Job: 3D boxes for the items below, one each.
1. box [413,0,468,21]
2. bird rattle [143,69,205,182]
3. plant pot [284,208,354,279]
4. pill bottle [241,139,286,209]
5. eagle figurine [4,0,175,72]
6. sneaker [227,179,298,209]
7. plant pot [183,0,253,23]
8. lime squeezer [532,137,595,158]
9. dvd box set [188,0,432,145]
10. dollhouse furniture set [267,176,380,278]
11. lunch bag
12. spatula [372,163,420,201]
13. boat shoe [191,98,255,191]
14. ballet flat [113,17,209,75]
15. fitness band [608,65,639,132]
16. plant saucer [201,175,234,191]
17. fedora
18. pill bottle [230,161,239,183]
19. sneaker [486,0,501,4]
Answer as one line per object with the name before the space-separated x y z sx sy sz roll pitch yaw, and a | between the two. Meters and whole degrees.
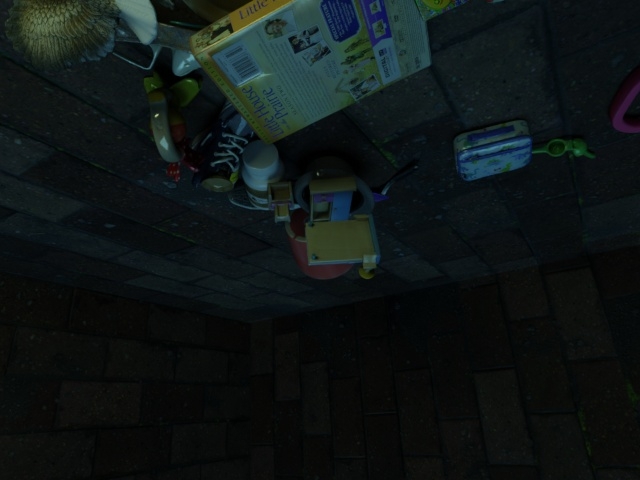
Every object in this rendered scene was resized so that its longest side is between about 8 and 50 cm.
box | 0.202 -0.472 0.480 0.279 0.290 0.177 -14 156 26
bird rattle | -0.353 -0.258 0.991 0.142 0.254 0.207 4 -164 -4
plant pot | -0.007 -0.019 1.633 0.274 0.275 0.243 -9 149 13
pill bottle | -0.171 -0.198 1.308 0.131 0.131 0.229 -2 158 -2
eagle figurine | -0.392 -0.403 0.674 0.298 0.227 0.225 -15 -167 -14
sneaker | -0.172 -0.141 1.490 0.296 0.111 0.129 3 163 -12
plant pot | -0.147 -0.479 0.756 0.236 0.033 0.236 -3 158 -1
lime squeezer | 0.751 -0.288 1.345 0.310 0.059 0.110 -2 -172 -7
dvd box set | 0.003 -0.377 0.859 0.420 0.062 0.307 -24 154 11
dollhouse furniture set | 0.000 0.000 1.248 0.286 0.304 0.198 -5 147 -6
lunch bag | 0.515 -0.270 1.291 0.218 0.090 0.176 -11 154 15
spatula | 0.247 -0.196 1.504 0.084 0.031 0.296 10 154 -25
boat shoe | -0.234 -0.252 1.132 0.127 0.158 0.340 14 153 -36
ballet flat | -0.308 -0.387 0.845 0.315 0.108 0.106 9 111 -12
fitness band | 0.887 -0.382 1.111 0.208 0.054 0.291 -8 156 12
plant saucer | -0.272 -0.153 1.138 0.083 0.015 0.083 -1 163 0
fedora | 0.043 -0.178 1.396 0.243 0.125 0.275 -25 140 38
pill bottle | -0.288 -0.215 1.340 0.065 0.065 0.116 3 158 -14
sneaker | 0.373 -0.492 0.784 0.161 0.057 0.075 -20 169 32
